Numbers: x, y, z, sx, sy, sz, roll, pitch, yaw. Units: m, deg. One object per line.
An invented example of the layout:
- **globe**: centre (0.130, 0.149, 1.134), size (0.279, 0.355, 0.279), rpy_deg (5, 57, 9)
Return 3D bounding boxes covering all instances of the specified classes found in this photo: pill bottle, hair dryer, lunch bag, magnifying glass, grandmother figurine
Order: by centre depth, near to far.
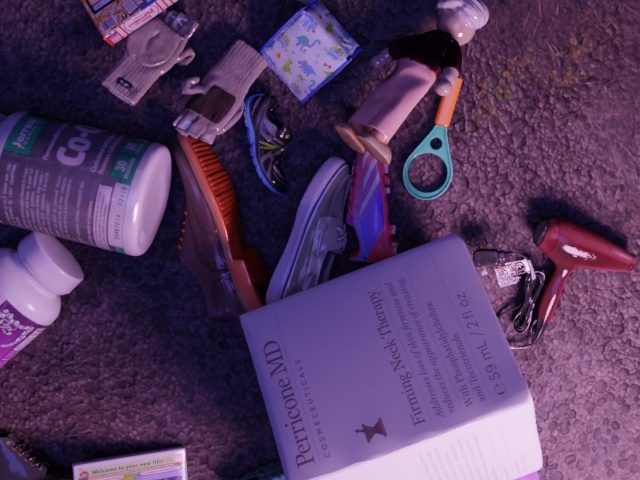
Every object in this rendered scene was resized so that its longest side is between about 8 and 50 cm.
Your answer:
- **pill bottle**: centre (-0.459, -0.110, 1.802), size (0.361, 0.204, 0.204), rpy_deg (14, 98, 4)
- **grandmother figurine**: centre (0.168, -0.297, 1.808), size (0.208, 0.104, 0.342), rpy_deg (33, 79, 37)
- **lunch bag**: centre (-0.024, -0.332, 1.835), size (0.129, 0.096, 0.151), rpy_deg (48, 125, -6)
- **pill bottle**: centre (-0.579, 0.121, 1.861), size (0.301, 0.169, 0.169), rpy_deg (-41, 96, 6)
- **magnifying glass**: centre (0.213, -0.186, 1.889), size (0.092, 0.026, 0.230), rpy_deg (16, 97, -2)
- **hair dryer**: centre (0.436, 0.063, 1.916), size (0.294, 0.080, 0.223), rpy_deg (-18, 114, 8)

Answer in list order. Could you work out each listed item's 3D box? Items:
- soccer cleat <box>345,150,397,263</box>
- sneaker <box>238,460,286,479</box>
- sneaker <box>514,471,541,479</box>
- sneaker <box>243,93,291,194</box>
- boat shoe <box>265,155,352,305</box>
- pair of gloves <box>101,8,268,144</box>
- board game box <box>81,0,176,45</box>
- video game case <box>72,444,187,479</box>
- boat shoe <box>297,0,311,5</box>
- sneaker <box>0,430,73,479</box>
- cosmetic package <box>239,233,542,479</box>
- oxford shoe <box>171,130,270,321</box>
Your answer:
- **soccer cleat**: centre (0.082, -0.078, 1.880), size (0.095, 0.083, 0.247), rpy_deg (-8, 101, 6)
- **sneaker**: centre (-0.047, 0.464, 1.957), size (0.224, 0.083, 0.098), rpy_deg (-20, 103, 2)
- **sneaker**: centre (0.266, 0.459, 1.961), size (0.282, 0.102, 0.161), rpy_deg (-27, 78, 9)
- **sneaker**: centre (-0.087, -0.174, 1.869), size (0.078, 0.067, 0.188), rpy_deg (-12, 95, 8)
- **boat shoe**: centre (0.000, 0.000, 1.855), size (0.094, 0.109, 0.302), rpy_deg (21, 89, 17)
- **pair of gloves**: centre (-0.237, -0.293, 1.831), size (0.240, 0.042, 0.204), rpy_deg (28, 75, -1)
- **board game box**: centre (-0.359, -0.462, 1.809), size (0.147, 0.045, 0.193), rpy_deg (-33, 78, 5)
- **video game case**: centre (-0.354, 0.497, 1.955), size (0.213, 0.023, 0.193), rpy_deg (-6, 99, -20)
- **boat shoe**: centre (-0.004, -0.491, 1.831), size (0.048, 0.056, 0.153), rpy_deg (27, 105, -8)
- **sneaker**: centre (-0.541, 0.420, 1.948), size (0.222, 0.083, 0.118), rpy_deg (-1, 93, -3)
- **cosmetic package**: centre (0.125, 0.257, 1.742), size (0.394, 0.327, 0.329), rpy_deg (-21, 57, 2)
- **oxford shoe**: centre (-0.211, -0.024, 1.865), size (0.133, 0.130, 0.363), rpy_deg (-19, 92, 16)
